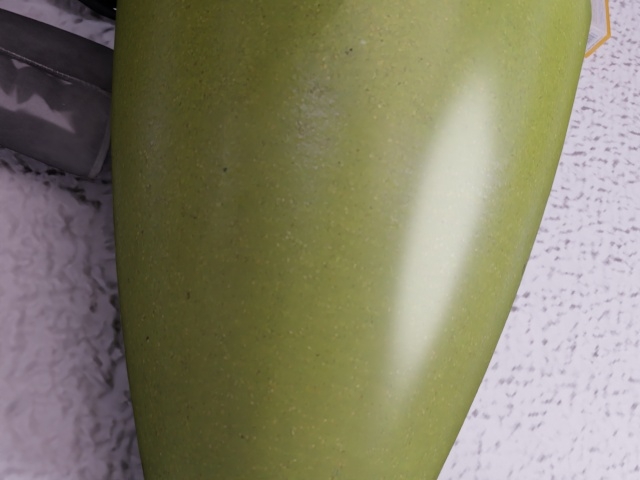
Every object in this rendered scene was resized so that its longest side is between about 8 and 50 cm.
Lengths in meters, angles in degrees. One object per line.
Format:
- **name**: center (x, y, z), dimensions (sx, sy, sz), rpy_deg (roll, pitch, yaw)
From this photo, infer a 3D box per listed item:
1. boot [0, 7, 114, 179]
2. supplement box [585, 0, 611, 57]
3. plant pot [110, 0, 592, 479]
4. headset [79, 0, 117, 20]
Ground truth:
- **boot**: center (-0.220, -0.082, 0.628), dimensions (0.208, 0.076, 0.189), rpy_deg (31, 49, -24)
- **supplement box**: center (0.220, -0.220, 1.048), dimensions (0.098, 0.036, 0.062), rpy_deg (25, 50, -20)
- **plant pot**: center (0.000, 0.000, 0.616), dimensions (0.275, 0.275, 0.293), rpy_deg (17, 69, -25)
- **headset**: center (-0.059, -0.246, 0.731), dimensions (0.394, 0.244, 0.185), rpy_deg (-4, 89, -71)
